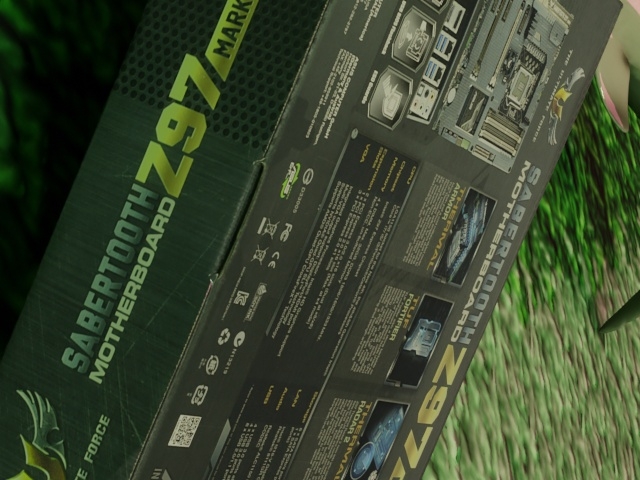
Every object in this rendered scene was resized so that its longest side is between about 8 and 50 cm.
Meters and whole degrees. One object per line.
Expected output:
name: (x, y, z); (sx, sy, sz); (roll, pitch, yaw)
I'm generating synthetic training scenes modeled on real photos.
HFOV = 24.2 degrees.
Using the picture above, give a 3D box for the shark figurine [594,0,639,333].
shark figurine: (0.189, -0.092, 0.952); (0.166, 0.116, 0.278); (-34, 107, -26)

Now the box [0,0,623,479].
box: (0.000, 0.000, 0.454); (0.183, 0.059, 0.233); (18, 96, -61)
